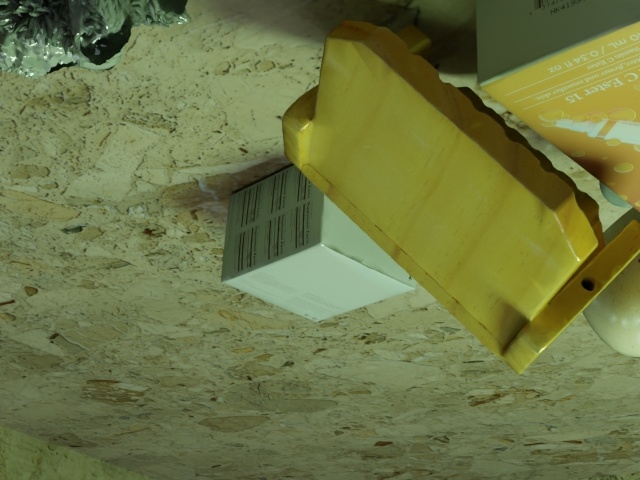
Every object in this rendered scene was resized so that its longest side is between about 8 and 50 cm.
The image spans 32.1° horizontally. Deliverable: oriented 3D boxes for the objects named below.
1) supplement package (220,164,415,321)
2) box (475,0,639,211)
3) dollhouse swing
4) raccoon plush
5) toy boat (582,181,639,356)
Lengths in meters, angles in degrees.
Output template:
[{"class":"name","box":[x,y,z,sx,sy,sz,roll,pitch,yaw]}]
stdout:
[{"class":"supplement package","box":[0.000,0.000,1.594,0.194,0.149,0.203,26,146,-38]},{"class":"box","box":[0.344,-0.187,1.153,0.215,0.168,0.345,-20,147,38]},{"class":"dollhouse swing","box":[0.174,-0.098,1.103,0.347,0.315,0.305,44,146,13]},{"class":"raccoon plush","box":[-0.294,-0.330,1.002,0.299,0.216,0.446,0,128,38]},{"class":"toy boat","box":[0.421,-0.012,1.371,0.267,0.318,0.148,-33,136,13]}]
